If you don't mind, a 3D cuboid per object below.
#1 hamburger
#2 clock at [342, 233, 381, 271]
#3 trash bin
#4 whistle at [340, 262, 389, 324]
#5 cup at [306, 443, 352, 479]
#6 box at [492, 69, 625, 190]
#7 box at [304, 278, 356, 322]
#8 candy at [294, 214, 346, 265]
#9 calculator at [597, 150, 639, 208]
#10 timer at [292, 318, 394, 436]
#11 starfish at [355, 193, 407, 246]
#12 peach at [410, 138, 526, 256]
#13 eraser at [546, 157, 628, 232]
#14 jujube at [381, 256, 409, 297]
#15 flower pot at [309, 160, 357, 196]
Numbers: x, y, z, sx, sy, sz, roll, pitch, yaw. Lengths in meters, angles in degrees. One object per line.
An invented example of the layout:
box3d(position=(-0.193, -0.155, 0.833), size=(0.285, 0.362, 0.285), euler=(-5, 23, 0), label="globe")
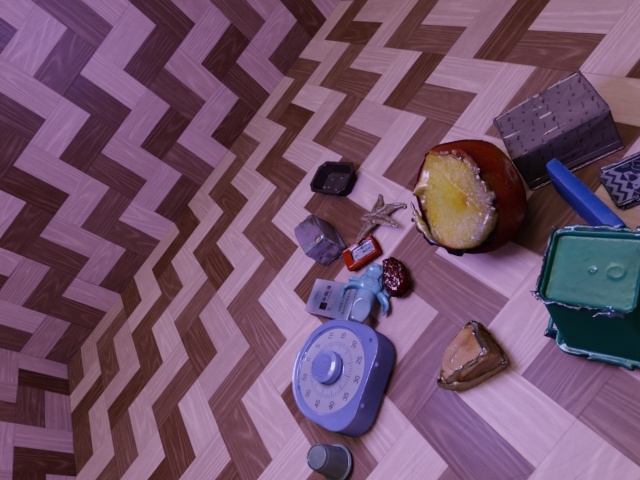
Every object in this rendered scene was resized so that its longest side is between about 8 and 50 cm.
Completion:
box3d(position=(0.443, 0.357, 1.301), size=(0.207, 0.136, 0.155), euler=(-54, 22, 22), label="hamburger")
box3d(position=(0.175, 0.056, 1.793), size=(0.155, 0.061, 0.113), euler=(-35, 36, 16), label="clock")
box3d(position=(0.661, 0.129, 1.025), size=(0.295, 0.381, 0.259), euler=(6, 67, 46), label="trash bin")
box3d(position=(0.177, 0.194, 1.637), size=(0.093, 0.186, 0.273), euler=(112, -177, -53), label="whistle")
box3d(position=(0.023, 0.722, 1.418), size=(0.120, 0.141, 0.119), euler=(-26, 46, 30), label="cup")
box3d(position=(0.765, -0.355, 1.411), size=(0.297, 0.190, 0.225), euler=(-28, 46, 27), label="box")
box3d(position=(0.059, 0.247, 1.767), size=(0.243, 0.067, 0.155), euler=(5, 66, 45), label="box")
box3d(position=(0.000, 0.000, 1.917), size=(0.137, 0.185, 0.195), euler=(-45, 45, 18), label="candy")
box3d(position=(0.967, -0.204, 1.236), size=(0.274, 0.028, 0.165), euler=(-26, 45, 27), label="calculator")
box3d(position=(0.050, 0.466, 1.545), size=(0.395, 0.173, 0.394), euler=(-24, 50, 32), label="timer")
box3d(position=(0.244, -0.092, 1.809), size=(0.231, 0.048, 0.295), euler=(-1, 47, 46), label="starfish")
box3d(position=(0.483, -0.141, 1.396), size=(0.354, 0.338, 0.416), euler=(15, 40, 7), label="peach")
box3d(position=(0.774, -0.106, 1.262), size=(0.043, 0.144, 0.311), euler=(-36, 44, 18), label="eraser")
box3d(position=(0.282, 0.136, 1.609), size=(0.104, 0.104, 0.165), euler=(-24, 46, 31), label="jujube")
box3d(position=(0.074, -0.289, 2.109), size=(0.251, 0.084, 0.178), euler=(14, 74, 47), label="flower pot")
